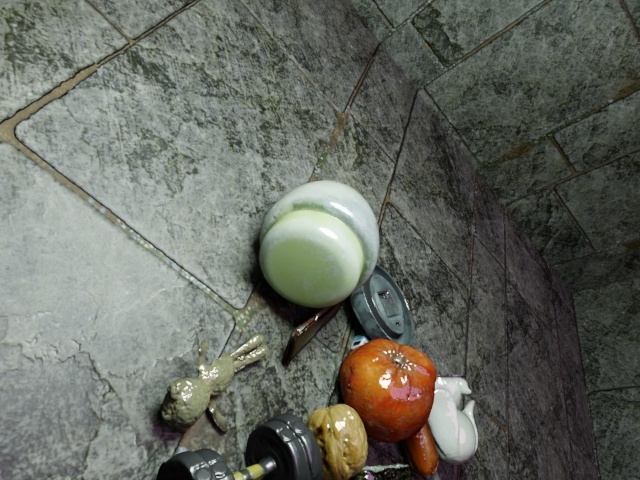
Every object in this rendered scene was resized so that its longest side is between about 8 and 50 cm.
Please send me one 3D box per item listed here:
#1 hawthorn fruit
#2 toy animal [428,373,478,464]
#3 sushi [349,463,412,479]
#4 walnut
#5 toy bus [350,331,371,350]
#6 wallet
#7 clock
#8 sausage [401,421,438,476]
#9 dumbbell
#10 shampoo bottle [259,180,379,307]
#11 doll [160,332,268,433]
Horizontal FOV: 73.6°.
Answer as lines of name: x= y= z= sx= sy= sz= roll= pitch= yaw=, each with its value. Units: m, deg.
hawthorn fruit: x=0.187 y=0.444 z=1.201 sx=0.276 sy=0.276 sz=0.307 roll=-19 pitch=118 yaw=-50
toy animal: x=0.433 y=0.579 z=1.433 sx=0.249 sy=0.174 sz=0.289 roll=-2 pitch=70 yaw=-47
sushi: x=0.154 y=0.660 z=1.126 sx=0.225 sy=0.124 sz=0.127 roll=22 pitch=54 yaw=-39
walnut: x=0.041 y=0.507 z=1.068 sx=0.155 sy=0.155 sz=0.184 roll=4 pitch=71 yaw=-46
toy bus: x=0.154 y=0.352 z=1.344 sx=0.123 sy=0.060 sz=0.075 roll=50 pitch=43 yaw=-14
wallet: x=-0.011 y=0.232 z=1.186 sx=0.031 sy=0.137 sz=0.255 roll=35 pitch=37 yaw=17
clock: x=0.205 y=0.218 z=1.420 sx=0.313 sy=0.061 sz=0.312 roll=40 pitch=32 yaw=-32
sausage: x=0.279 y=0.558 z=1.340 sx=0.102 sy=0.102 sz=0.330 roll=1 pitch=70 yaw=-47
dumbbell: x=-0.153 y=0.473 z=0.851 sx=0.388 sy=0.185 sz=0.185 roll=0 pitch=70 yaw=-48
shampoo bottle: x=0.000 y=0.000 z=1.169 sx=0.322 sy=0.322 sz=0.317 roll=50 pitch=30 yaw=-16
doll: x=-0.228 y=0.291 z=0.947 sx=0.285 sy=0.091 sz=0.202 roll=-56 pitch=146 yaw=-35
